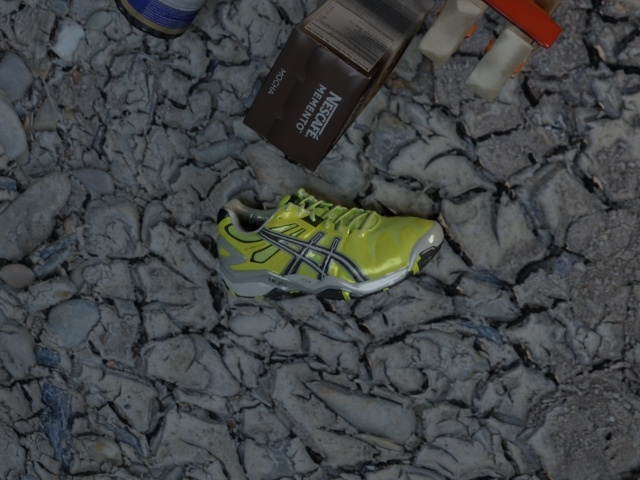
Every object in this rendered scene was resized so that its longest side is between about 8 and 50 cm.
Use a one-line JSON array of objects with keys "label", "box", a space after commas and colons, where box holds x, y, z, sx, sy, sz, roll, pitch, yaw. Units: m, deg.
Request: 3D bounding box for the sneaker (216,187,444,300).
[{"label": "sneaker", "box": [0.000, 0.000, 2.043, 0.385, 0.145, 0.147, -6, 116, 24]}]

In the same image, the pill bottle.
[{"label": "pill bottle", "box": [-0.197, -0.405, 1.904, 0.123, 0.123, 0.219, 39, 125, -2]}]

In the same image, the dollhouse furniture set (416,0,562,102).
[{"label": "dollhouse furniture set", "box": [0.197, -0.334, 1.694, 0.259, 0.262, 0.135, 37, 123, 1]}]

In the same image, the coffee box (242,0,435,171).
[{"label": "coffee box", "box": [0.030, -0.243, 1.792, 0.119, 0.297, 0.168, 35, 126, 2]}]
